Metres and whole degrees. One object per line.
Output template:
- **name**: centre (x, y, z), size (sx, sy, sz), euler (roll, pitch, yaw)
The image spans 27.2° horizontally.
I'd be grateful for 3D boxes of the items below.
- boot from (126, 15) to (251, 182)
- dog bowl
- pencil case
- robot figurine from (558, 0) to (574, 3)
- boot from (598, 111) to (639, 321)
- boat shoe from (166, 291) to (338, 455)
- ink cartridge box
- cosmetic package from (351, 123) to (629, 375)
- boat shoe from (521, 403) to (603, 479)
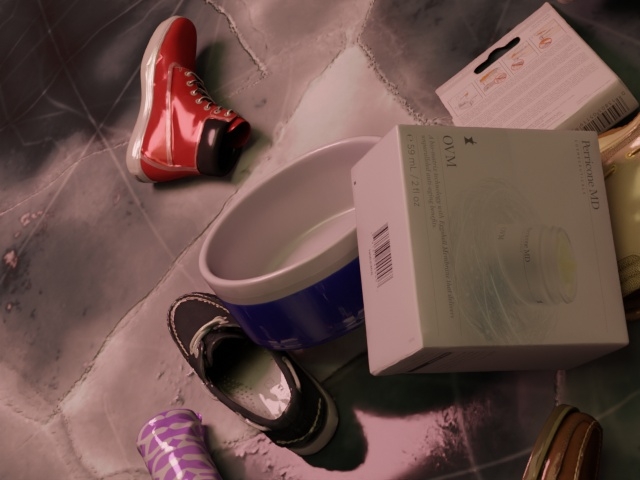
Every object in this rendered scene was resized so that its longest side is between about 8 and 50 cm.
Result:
- **boot**: centre (-0.160, -0.198, 1.801), size (0.176, 0.088, 0.244), euler (-3, 71, 32)
- **dog bowl**: centre (0.000, 0.000, 1.498), size (0.265, 0.104, 0.265), euler (-26, 27, 14)
- **pencil case**: centre (-0.140, 0.286, 1.511), size (0.088, 0.086, 0.206), euler (-19, 49, -19)
- **robot figurine**: centre (0.387, -0.410, 1.478), size (0.353, 0.200, 0.300), euler (-31, 79, 16)
- **boot**: centre (0.366, -0.044, 1.344), size (0.262, 0.095, 0.203), euler (-30, 50, 27)
- **boat shoe**: centre (-0.097, 0.136, 1.560), size (0.302, 0.091, 0.114), euler (32, 84, 41)
- **ink cartridge box**: centre (0.246, -0.166, 1.548), size (0.181, 0.056, 0.224), euler (-37, 31, 10)
- **cosmetic package**: centre (0.166, 0.012, 1.322), size (0.138, 0.225, 0.224), euler (140, 128, -64)
- **boat shoe**: centre (0.235, 0.311, 1.240), size (0.104, 0.111, 0.307), euler (8, 79, 32)
